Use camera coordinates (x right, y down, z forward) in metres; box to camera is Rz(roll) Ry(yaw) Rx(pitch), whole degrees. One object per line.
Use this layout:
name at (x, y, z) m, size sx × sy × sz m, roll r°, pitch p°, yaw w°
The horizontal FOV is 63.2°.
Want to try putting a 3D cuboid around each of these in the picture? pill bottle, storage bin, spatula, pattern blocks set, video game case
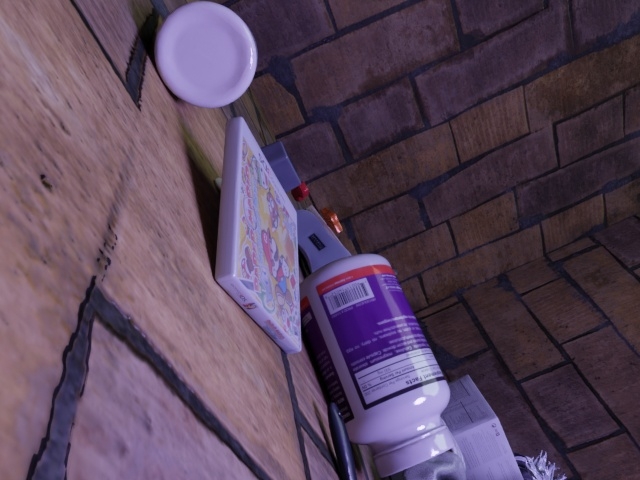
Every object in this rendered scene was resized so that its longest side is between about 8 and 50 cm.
pill bottle at (0.088, 0.195, 0.841) m, size 0.181 × 0.181 × 0.323 m, roll 58°, pitch 8°, yaw -67°
storage bin at (-0.105, -0.156, 1.140) m, size 0.135 × 0.091 × 0.098 m, roll 62°, pitch 4°, yaw -57°
pill bottle at (-0.158, -0.273, 0.764) m, size 0.229 × 0.131 × 0.131 m, roll -106°, pitch 171°, yaw -68°
spatula at (0.061, 0.343, 0.631) m, size 0.084 × 0.030 × 0.297 m, roll 52°, pitch 14°, yaw -68°
pattern blocks set at (0.000, 0.000, 1.396) m, size 0.325 × 0.026 × 0.285 m, roll 49°, pitch -25°, yaw 24°
video game case at (-0.069, -0.002, 0.644) m, size 0.206 × 0.026 × 0.227 m, roll 61°, pitch 21°, yaw -53°

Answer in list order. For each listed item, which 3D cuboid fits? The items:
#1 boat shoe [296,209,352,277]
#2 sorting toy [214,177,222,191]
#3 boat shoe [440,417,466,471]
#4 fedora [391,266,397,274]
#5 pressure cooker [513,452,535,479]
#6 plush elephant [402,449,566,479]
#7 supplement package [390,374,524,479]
boat shoe at (0.008, 0.058, 1.264) m, size 0.306 × 0.113 × 0.105 m, roll 49°, pitch -13°, yaw 35°
sorting toy at (-0.117, -0.058, 0.732) m, size 0.075 × 0.045 × 0.083 m, roll 46°, pitch 4°, yaw -2°
boat shoe at (0.161, 0.337, 1.093) m, size 0.367 × 0.135 × 0.157 m, roll 54°, pitch -10°, yaw 44°
fedora at (0.118, 0.146, 1.615) m, size 0.275 × 0.243 × 0.125 m, roll -87°, pitch 175°, yaw -86°
pressure cooker at (0.517, 0.824, 1.482) m, size 0.420 × 0.375 × 0.370 m, roll 60°, pitch 9°, yaw -68°
plush elephant at (0.261, 0.499, 0.860) m, size 0.255 × 0.330 × 0.271 m, roll 22°, pitch 1°, yaw -33°
supplement package at (0.289, 0.488, 1.214) m, size 0.198 × 0.262 × 0.199 m, roll -104°, pitch 170°, yaw -76°
